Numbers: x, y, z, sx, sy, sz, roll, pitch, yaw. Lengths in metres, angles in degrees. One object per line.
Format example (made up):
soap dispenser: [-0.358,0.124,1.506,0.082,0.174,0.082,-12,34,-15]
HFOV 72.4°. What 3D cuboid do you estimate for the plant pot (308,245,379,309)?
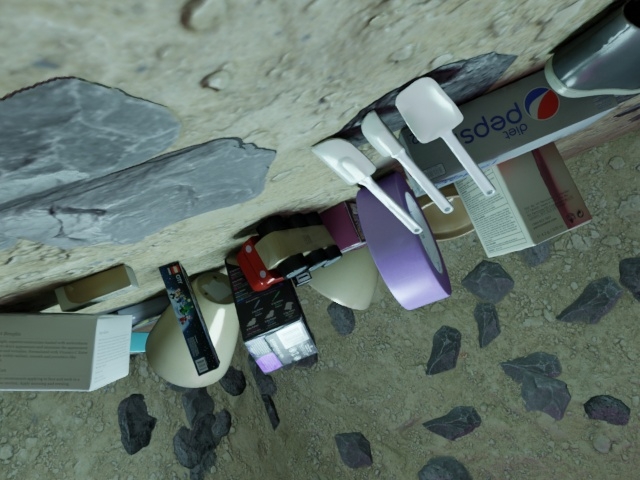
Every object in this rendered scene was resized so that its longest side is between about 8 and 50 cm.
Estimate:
plant pot: [0.085,0.071,1.464,0.191,0.284,0.284,-61,162,13]

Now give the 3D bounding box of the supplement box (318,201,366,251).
supplement box: [0.079,-0.033,1.078,0.081,0.104,0.188,-25,173,24]

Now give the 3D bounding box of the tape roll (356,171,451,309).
tape roll: [0.176,0.000,0.908,0.090,0.275,0.275,-23,174,20]

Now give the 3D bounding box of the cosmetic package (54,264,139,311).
cosmetic package: [-0.378,0.082,0.745,0.115,0.041,0.060,-21,174,-14]

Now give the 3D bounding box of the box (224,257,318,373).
box: [-0.126,0.161,1.090,0.143,0.270,0.165,-22,136,-4]

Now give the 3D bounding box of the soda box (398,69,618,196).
soda box: [0.262,-0.165,0.649,0.286,0.091,0.098,-23,174,4]

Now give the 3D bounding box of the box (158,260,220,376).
box: [-0.280,0.170,0.950,0.044,0.233,0.159,-21,174,-14]

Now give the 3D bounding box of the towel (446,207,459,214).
towel: [0.441,-0.098,1.497,0.209,0.034,0.285,-14,180,27]

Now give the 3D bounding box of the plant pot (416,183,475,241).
plant pot: [0.364,-0.102,1.280,0.237,0.110,0.237,-4,150,-2]

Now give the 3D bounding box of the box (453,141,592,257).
box: [0.340,-0.104,0.787,0.127,0.232,0.148,-21,174,-12]

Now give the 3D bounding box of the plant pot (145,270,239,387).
plant pot: [-0.332,0.229,1.243,0.256,0.256,0.274,-15,143,-51]

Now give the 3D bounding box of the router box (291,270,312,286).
router box: [-0.072,0.057,1.184,0.046,0.133,0.179,-22,174,-8]

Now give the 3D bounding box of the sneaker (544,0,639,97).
sneaker: [0.400,-0.240,0.530,0.222,0.083,0.118,-19,173,-18]

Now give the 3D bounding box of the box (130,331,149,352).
box: [-0.638,0.303,1.271,0.244,0.060,0.100,9,157,-38]

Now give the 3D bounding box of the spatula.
spatula: [0.127,-0.091,0.572,0.168,0.019,0.242,-30,135,27]

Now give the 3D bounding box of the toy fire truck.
toy fire truck: [-0.114,0.039,0.957,0.246,0.158,0.217,-38,168,29]

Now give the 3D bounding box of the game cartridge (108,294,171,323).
game cartridge: [-0.579,0.243,1.387,0.196,0.060,0.294,-23,175,-34]

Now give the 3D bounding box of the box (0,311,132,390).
box: [-0.448,0.185,0.757,0.181,0.119,0.182,2,171,-5]
